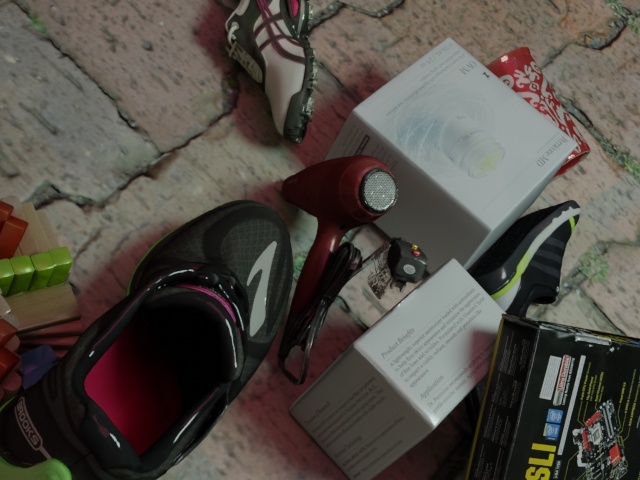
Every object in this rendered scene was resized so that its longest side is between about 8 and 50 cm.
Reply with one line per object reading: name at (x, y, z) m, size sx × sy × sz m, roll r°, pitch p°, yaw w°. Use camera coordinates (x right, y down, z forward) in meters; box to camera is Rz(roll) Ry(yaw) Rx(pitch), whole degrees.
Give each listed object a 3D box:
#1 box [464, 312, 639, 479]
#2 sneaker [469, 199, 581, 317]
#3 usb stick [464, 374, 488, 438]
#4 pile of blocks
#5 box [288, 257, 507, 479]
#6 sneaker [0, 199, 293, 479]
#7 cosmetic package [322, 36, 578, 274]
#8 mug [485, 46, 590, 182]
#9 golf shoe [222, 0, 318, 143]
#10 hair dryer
box at (0.275, 0.254, 1.242) m, size 0.257 × 0.079 × 0.322 m, roll 11°, pitch 93°, yaw -24°
sneaker at (0.270, 0.036, 1.529) m, size 0.235 × 0.084 × 0.097 m, roll -40°, pitch 104°, yaw -37°
usb stick at (0.210, 0.229, 1.375) m, size 0.077 × 0.045 × 0.278 m, roll 9°, pitch 55°, yaw -31°
pile of blocks at (-0.298, 0.097, 1.168) m, size 0.149 × 0.112 × 0.362 m, roll 10°, pitch 56°, yaw -20°
box at (0.091, 0.142, 1.285) m, size 0.119 × 0.182 × 0.181 m, roll 47°, pitch 51°, yaw 6°
sneaker at (-0.125, 0.104, 1.155) m, size 0.185 × 0.202 × 0.483 m, roll 50°, pitch 37°, yaw -12°
cosmetic package at (0.161, -0.102, 1.504) m, size 0.225 × 0.138 × 0.224 m, roll 42°, pitch 51°, yaw 8°
mug at (0.299, -0.171, 1.647) m, size 0.150 × 0.113 × 0.169 m, roll -24°, pitch 75°, yaw -34°
golf shoe at (-0.065, -0.231, 1.528) m, size 0.120 × 0.105 × 0.272 m, roll 0°, pitch 52°, yaw -8°
hair dryer at (0.000, 0.000, 1.348) m, size 0.080 × 0.223 × 0.293 m, roll 37°, pitch 23°, yaw -30°
